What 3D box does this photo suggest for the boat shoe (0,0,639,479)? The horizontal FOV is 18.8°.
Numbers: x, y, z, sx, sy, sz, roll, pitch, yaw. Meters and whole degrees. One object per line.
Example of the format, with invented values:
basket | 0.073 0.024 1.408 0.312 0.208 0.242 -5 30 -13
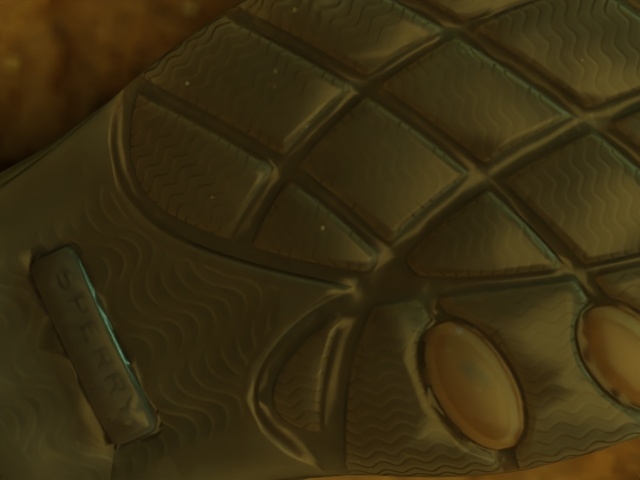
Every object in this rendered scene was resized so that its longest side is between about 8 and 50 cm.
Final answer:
boat shoe | 0.000 0.000 0.465 0.324 0.116 0.123 -18 94 20
